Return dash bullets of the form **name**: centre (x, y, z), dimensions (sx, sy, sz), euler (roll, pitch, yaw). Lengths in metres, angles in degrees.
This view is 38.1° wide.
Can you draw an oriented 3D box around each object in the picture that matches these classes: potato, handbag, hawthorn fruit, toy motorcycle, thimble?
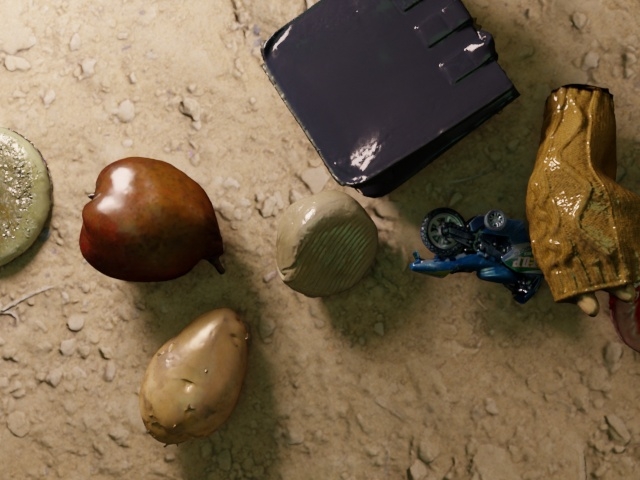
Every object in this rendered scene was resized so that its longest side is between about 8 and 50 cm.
- **potato**: centre (-0.199, 0.227, 1.503), dimensions (0.235, 0.128, 0.161), euler (-41, 86, -1)
- **handbag**: centre (0.112, -0.265, 1.458), dimensions (0.329, 0.122, 0.303), euler (-35, 74, 11)
- **hawthorn fruit**: centre (-0.260, -0.017, 1.503), dimensions (0.248, 0.208, 0.208), euler (25, 91, -7)
- **toy motorcycle**: centre (0.269, 0.025, 1.454), dimensions (0.254, 0.092, 0.136), euler (8, 83, -8)
- **thimble**: centre (0.528, 0.090, 1.398), dimensions (0.189, 0.125, 0.163), euler (-42, 83, 5)

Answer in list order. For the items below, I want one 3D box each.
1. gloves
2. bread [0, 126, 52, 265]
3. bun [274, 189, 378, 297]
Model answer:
- **gloves**: centre (0.385, -0.058, 1.384), dimensions (0.155, 0.203, 0.356), euler (-4, 69, -1)
- **bread**: centre (-0.599, -0.076, 1.624), dimensions (0.267, 0.040, 0.267), euler (-1, 87, 9)
- **bun**: centre (0.000, 0.000, 1.489), dimensions (0.173, 0.113, 0.167), euler (-31, 124, -4)
